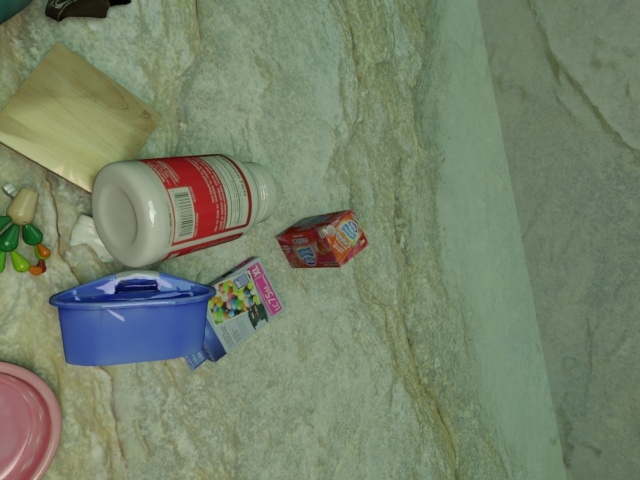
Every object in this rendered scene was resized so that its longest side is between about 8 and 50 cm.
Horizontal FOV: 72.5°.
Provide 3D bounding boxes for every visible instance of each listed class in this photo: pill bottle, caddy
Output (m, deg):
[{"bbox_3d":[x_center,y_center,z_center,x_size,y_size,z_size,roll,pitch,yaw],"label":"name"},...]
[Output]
[{"bbox_3d":[-0.301,-0.091,1.058,0.408,0.229,0.228,-20,100,-53],"label":"pill bottle"},{"bbox_3d":[-0.408,0.154,0.979,0.342,0.241,0.179,-1,93,-21],"label":"caddy"}]

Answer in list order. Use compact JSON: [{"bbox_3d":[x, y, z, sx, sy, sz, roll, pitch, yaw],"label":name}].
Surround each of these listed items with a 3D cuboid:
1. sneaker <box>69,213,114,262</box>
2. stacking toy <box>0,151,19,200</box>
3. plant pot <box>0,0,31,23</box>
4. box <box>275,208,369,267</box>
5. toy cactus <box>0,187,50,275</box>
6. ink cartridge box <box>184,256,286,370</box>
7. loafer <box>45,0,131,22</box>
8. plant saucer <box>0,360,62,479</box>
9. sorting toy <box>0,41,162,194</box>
[{"bbox_3d":[-0.488,0.018,1.056,0.212,0.080,0.094,27,85,-26],"label":"sneaker"},{"bbox_3d":[-0.668,-0.080,0.833,0.052,0.221,0.167,41,58,-3],"label":"stacking toy"},{"bbox_3d":[-0.667,-0.576,0.845,0.271,0.272,0.255,47,48,-25],"label":"plant pot"},{"bbox_3d":[0.000,0.000,1.289,0.128,0.257,0.122,-36,107,-32],"label":"box"},{"bbox_3d":[-0.632,-0.019,0.893,0.219,0.112,0.180,38,69,-65],"label":"toy cactus"},{"bbox_3d":[-0.259,0.198,1.213,0.311,0.065,0.185,-33,106,-31],"label":"ink cartridge box"},{"bbox_3d":[-0.539,-0.567,1.035,0.220,0.080,0.078,-46,113,-29],"label":"loafer"},{"bbox_3d":[-0.696,0.393,0.845,0.332,0.084,0.331,-1,92,-46],"label":"plant saucer"},{"bbox_3d":[-0.552,-0.259,1.004,0.257,0.089,0.255,35,68,-30],"label":"sorting toy"}]
